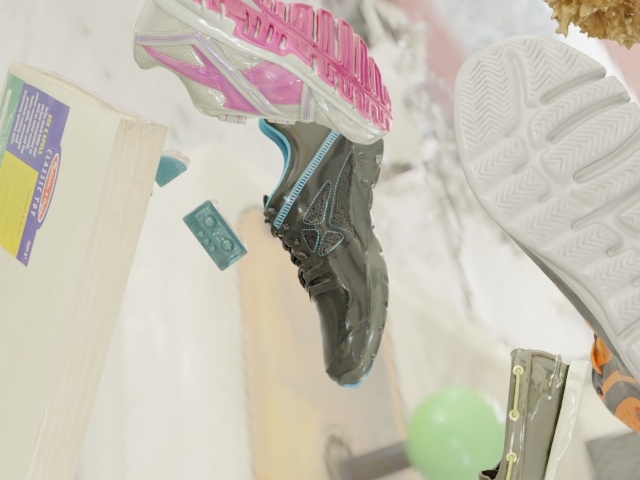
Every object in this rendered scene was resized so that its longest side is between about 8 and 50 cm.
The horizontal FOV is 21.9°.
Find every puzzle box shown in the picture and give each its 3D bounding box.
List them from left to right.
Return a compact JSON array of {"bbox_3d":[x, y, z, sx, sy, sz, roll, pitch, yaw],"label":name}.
[{"bbox_3d":[-0.268,0.055,1.528,0.052,0.409,0.272,11,10,-33],"label":"puzzle box"}]

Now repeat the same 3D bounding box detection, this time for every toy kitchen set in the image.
[{"bbox_3d":[-0.218,0.007,1.990,0.166,0.207,0.122,54,7,-8],"label":"toy kitchen set"}]

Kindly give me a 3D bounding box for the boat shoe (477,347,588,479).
[{"bbox_3d":[0.222,0.271,1.865,0.109,0.091,0.305,-18,124,-79],"label":"boat shoe"}]

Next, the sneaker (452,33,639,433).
[{"bbox_3d":[0.188,0.023,1.090,0.321,0.124,0.180,61,-5,26],"label":"sneaker"}]

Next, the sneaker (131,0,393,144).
[{"bbox_3d":[-0.053,-0.151,1.422,0.252,0.111,0.103,31,38,-16],"label":"sneaker"}]

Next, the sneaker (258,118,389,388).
[{"bbox_3d":[0.000,0.000,1.872,0.125,0.139,0.341,131,-44,-74],"label":"sneaker"}]

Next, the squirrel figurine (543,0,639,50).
[{"bbox_3d":[0.341,-0.348,1.510,0.397,0.370,0.281,-31,109,-31],"label":"squirrel figurine"}]
